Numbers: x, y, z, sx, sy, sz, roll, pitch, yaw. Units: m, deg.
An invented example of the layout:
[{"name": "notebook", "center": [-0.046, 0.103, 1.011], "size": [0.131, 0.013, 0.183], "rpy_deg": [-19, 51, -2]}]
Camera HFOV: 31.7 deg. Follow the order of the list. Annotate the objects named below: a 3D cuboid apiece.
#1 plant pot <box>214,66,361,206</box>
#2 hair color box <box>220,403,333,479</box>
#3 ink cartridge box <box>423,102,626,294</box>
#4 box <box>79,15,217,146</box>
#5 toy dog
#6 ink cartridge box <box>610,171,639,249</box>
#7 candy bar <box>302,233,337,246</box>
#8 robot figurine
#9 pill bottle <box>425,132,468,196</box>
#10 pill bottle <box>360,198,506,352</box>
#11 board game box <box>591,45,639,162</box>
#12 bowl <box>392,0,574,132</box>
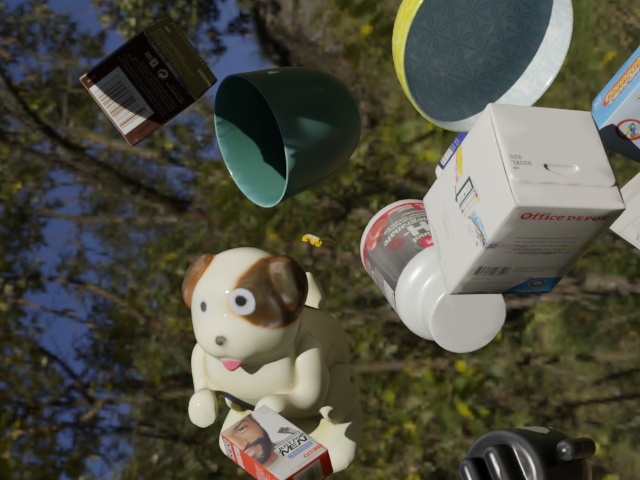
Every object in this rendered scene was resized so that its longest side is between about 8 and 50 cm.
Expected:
[{"name": "plant pot", "center": [-0.057, -0.246, 2.442], "size": [0.235, 0.293, 0.293], "rpy_deg": [-21, -56, -29]}, {"name": "hair color box", "center": [-0.069, 0.330, 1.753], "size": [0.093, 0.167, 0.053], "rpy_deg": [-31, -55, -28]}, {"name": "ink cartridge box", "center": [0.276, -0.052, 1.561], "size": [0.232, 0.171, 0.168], "rpy_deg": [120, 145, -53]}, {"name": "box", "center": [-0.332, -0.314, 2.203], "size": [0.168, 0.167, 0.203], "rpy_deg": [52, -163, -11]}, {"name": "toy dog", "center": [-0.080, 0.179, 1.989], "size": [0.395, 0.285, 0.408], "rpy_deg": [-63, -33, -25]}, {"name": "ink cartridge box", "center": [0.666, -0.063, 1.939], "size": [0.296, 0.261, 0.066], "rpy_deg": [-50, 4, 44]}, {"name": "candy bar", "center": [0.000, 0.000, 2.138], "size": [0.161, 0.040, 0.018], "rpy_deg": [2, -72, -78]}, {"name": "robot figurine", "center": [0.363, 0.414, 1.996], "size": [0.278, 0.209, 0.173], "rpy_deg": [8, -87, -48]}, {"name": "pill bottle", "center": [0.277, -0.132, 2.058], "size": [0.186, 0.112, 0.112], "rpy_deg": [-58, -9, 16]}, {"name": "pill bottle", "center": [0.193, 0.062, 1.902], "size": [0.318, 0.176, 0.176], "rpy_deg": [-125, 31, -63]}, {"name": "board game box", "center": [0.583, -0.199, 1.552], "size": [0.308, 0.302, 0.086], "rpy_deg": [124, 165, -50]}, {"name": "bowl", "center": [0.221, -0.325, 1.711], "size": [0.156, 0.290, 0.289], "rpy_deg": [-127, 25, -51]}]
